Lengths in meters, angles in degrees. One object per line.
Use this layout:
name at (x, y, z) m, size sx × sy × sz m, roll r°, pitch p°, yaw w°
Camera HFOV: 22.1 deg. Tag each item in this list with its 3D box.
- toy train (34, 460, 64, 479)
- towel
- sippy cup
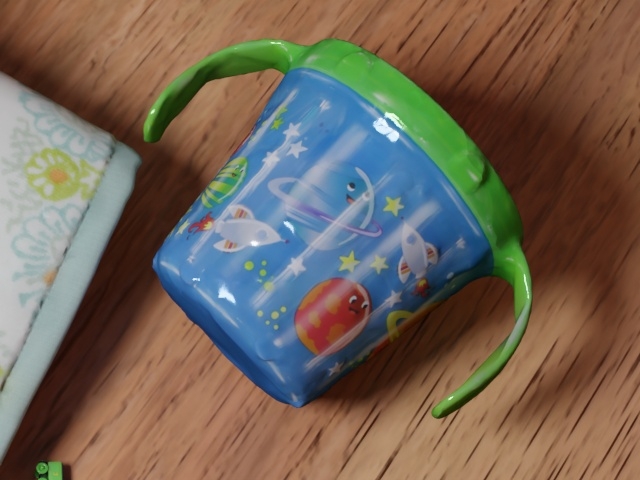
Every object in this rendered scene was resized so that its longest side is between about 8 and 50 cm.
toy train at (-0.207, 0.209, 1.261) m, size 0.023 × 0.017 × 0.083 m, roll 1°, pitch 63°, yaw -17°
towel at (-0.343, 0.017, 1.221) m, size 0.320 × 0.090 × 0.374 m, roll 31°, pitch 69°, yaw -19°
sippy cup at (0.000, 0.000, 1.283) m, size 0.224 × 0.240 × 0.305 m, roll -44°, pitch 44°, yaw -12°
